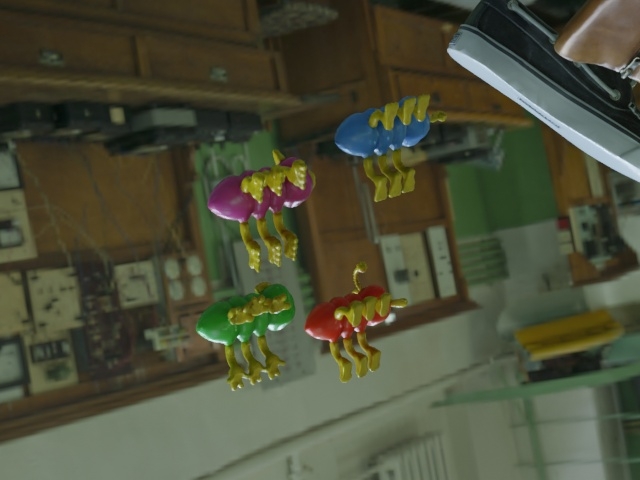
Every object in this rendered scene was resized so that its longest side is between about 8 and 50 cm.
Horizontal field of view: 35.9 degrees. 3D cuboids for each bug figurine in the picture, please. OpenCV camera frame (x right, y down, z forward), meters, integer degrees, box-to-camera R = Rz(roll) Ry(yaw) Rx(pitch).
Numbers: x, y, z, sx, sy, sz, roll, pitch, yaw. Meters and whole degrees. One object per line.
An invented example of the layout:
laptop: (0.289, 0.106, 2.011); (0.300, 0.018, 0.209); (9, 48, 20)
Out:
bug figurine: (0.000, 0.000, 0.817); (0.216, 0.278, 0.072); (-15, -140, -33)

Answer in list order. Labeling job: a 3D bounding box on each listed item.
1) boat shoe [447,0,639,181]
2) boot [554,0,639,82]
boat shoe: (0.283, -0.157, 1.038); (0.301, 0.102, 0.108); (35, -174, 2)
boot: (0.347, -0.176, 0.760); (0.264, 0.096, 0.280); (17, 153, 0)
